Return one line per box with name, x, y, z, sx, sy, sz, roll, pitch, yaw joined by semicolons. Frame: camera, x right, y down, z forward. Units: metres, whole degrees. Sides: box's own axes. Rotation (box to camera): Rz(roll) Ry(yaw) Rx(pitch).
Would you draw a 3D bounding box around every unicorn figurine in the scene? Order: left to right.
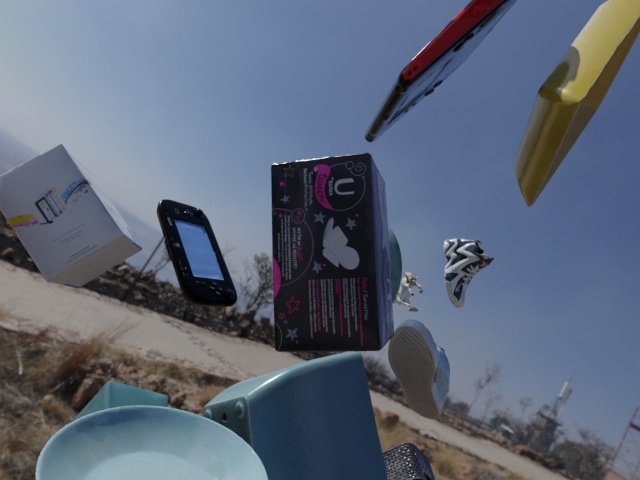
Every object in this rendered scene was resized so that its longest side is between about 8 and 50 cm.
unicorn figurine;0.252;0.169;1.319;0.060;0.162;0.111;18;13;-31

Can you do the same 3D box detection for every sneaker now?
sneaker;0.280;0.323;1.192;0.135;0.150;0.366;9;-48;30
sneaker;0.500;0.102;1.447;0.153;0.235;0.094;-10;-25;33

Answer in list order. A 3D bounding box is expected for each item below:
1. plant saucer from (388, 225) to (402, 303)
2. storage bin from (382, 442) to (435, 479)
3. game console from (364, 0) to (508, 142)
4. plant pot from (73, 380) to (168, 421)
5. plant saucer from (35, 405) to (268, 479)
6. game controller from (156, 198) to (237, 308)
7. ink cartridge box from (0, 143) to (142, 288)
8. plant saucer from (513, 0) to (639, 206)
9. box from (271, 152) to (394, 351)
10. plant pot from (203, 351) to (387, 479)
plant saucer;0.097;0.078;1.230;0.043;0.318;0.317;5;10;-37
storage bin;0.162;0.553;0.994;0.122;0.180;0.084;50;17;-32
game console;0.256;-0.380;0.959;0.060;0.342;0.386;44;-6;0
plant pot;-0.473;0.493;1.021;0.165;0.165;0.234;33;18;-35
plant saucer;-0.143;0.213;0.383;0.195;0.037;0.195;19;3;-1
game controller;-0.317;0.031;1.109;0.166;0.067;0.319;30;28;-60
ink cartridge box;-0.532;-0.045;0.926;0.233;0.168;0.171;55;-14;3
plant saucer;0.494;-0.278;0.853;0.081;0.333;0.333;34;-14;24
box;0.026;0.023;0.618;0.142;0.247;0.163;-3;-6;15
plant pot;-0.068;0.357;0.807;0.252;0.248;0.247;10;-29;-44
